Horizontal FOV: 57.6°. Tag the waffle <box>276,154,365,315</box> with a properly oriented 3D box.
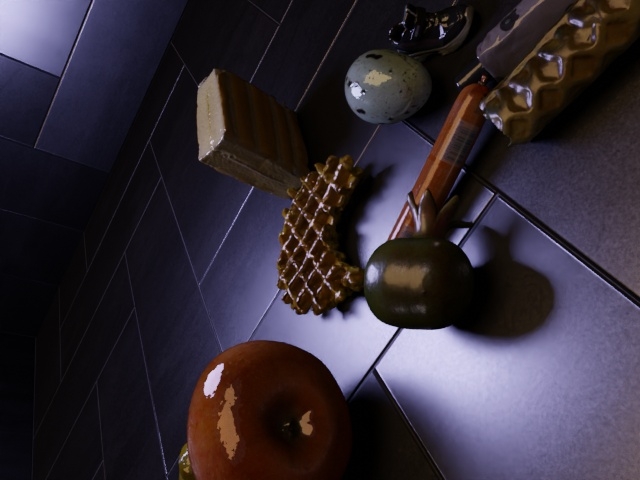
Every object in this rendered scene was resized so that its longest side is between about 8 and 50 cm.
[{"bbox_3d":[0.000,0.000,1.085,0.260,0.069,0.292,-26,57,50],"label":"waffle"}]

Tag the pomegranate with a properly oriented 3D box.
[{"bbox_3d":[0.140,0.031,0.807,0.152,0.131,0.191,-2,69,34],"label":"pomegranate"}]

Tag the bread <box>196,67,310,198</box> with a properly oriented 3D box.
[{"bbox_3d":[-0.145,-0.232,1.255,0.111,0.239,0.246,-38,47,31],"label":"bread"}]

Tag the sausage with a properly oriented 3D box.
[{"bbox_3d":[0.169,-0.081,0.873,0.053,0.053,0.347,48,119,53],"label":"sausage"}]

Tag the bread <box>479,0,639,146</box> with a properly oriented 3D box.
[{"bbox_3d":[0.318,-0.237,0.724,0.087,0.098,0.269,45,119,8],"label":"bread"}]

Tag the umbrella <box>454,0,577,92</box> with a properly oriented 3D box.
[{"bbox_3d":[0.314,-0.318,0.781,0.337,0.073,0.067,-43,0,36],"label":"umbrella"}]

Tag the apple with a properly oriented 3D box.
[{"bbox_3d":[-0.073,0.285,0.871,0.206,0.252,0.271,117,161,-61],"label":"apple"}]

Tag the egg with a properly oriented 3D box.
[{"bbox_3d":[0.118,-0.264,0.989,0.164,0.131,0.131,5,78,44],"label":"egg"}]

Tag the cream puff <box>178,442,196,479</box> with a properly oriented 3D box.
[{"bbox_3d":[-0.163,0.379,1.040,0.195,0.195,0.220,13,81,57],"label":"cream puff"}]

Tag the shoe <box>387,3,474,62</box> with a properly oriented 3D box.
[{"bbox_3d":[0.173,-0.361,0.981,0.169,0.099,0.071,-9,64,53],"label":"shoe"}]
